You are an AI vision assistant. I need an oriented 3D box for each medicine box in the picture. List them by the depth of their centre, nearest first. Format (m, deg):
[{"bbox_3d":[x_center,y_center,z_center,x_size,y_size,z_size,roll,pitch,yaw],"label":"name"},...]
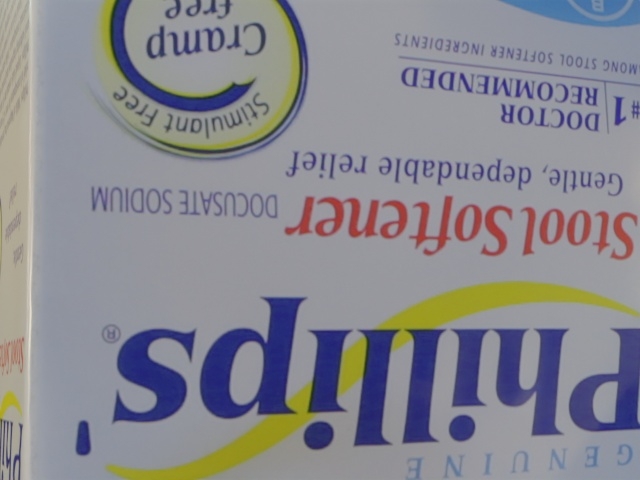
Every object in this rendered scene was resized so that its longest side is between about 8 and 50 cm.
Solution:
[{"bbox_3d":[0.000,0.000,0.426,0.263,0.289,0.149,1,-9,-23],"label":"medicine box"}]
